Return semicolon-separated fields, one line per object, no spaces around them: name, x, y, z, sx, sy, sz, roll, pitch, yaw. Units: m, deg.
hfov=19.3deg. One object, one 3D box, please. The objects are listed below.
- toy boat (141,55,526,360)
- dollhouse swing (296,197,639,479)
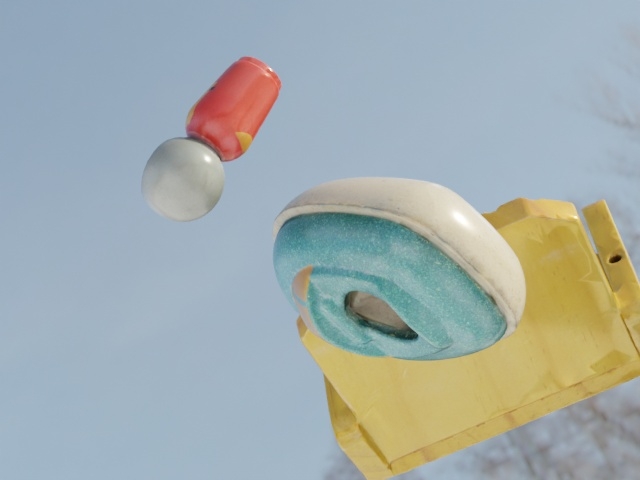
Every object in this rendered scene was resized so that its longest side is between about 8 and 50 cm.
toy boat;0.000;0.000;1.543;0.148;0.318;0.267;-56;20;-22
dollhouse swing;0.142;0.040;1.971;0.347;0.315;0.305;-24;-57;9
